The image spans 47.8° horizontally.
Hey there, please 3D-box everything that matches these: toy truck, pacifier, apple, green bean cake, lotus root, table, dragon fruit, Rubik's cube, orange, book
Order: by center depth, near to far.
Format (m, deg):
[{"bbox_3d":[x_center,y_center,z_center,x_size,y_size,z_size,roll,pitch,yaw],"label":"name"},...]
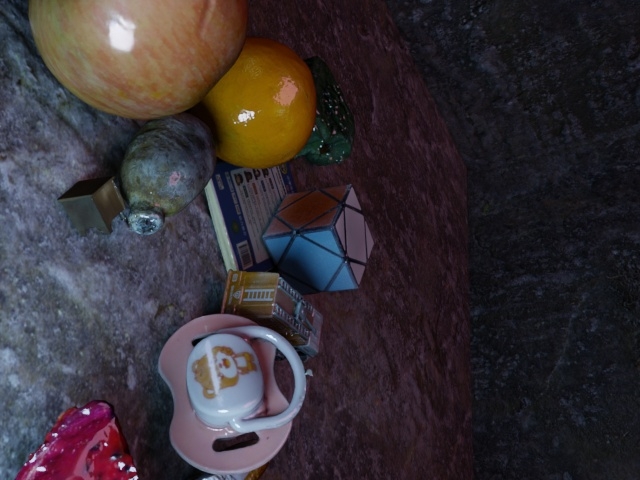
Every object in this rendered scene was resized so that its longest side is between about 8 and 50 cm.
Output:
[{"bbox_3d":[-0.316,0.403,1.068,0.302,0.240,0.330,52,37,-76],"label":"dragon fruit"},{"bbox_3d":[-0.404,-0.059,1.296,0.070,0.083,0.082,-60,138,-52],"label":"table"},{"bbox_3d":[-0.316,-0.409,1.298,0.346,0.391,0.391,44,40,-41],"label":"apple"},{"bbox_3d":[-0.185,0.299,1.405,0.220,0.273,0.332,18,42,-42],"label":"pacifier"},{"bbox_3d":[-0.303,-0.147,1.433,0.349,0.175,0.175,-82,148,-55],"label":"lotus root"},{"bbox_3d":[-0.098,0.179,1.677,0.305,0.162,0.136,48,44,-54],"label":"toy truck"},{"bbox_3d":[-0.156,-0.319,1.692,0.312,0.312,0.312,40,43,-52],"label":"orange"},{"bbox_3d":[-0.154,-0.075,1.870,0.428,0.039,0.300,-26,103,-65],"label":"book"},{"bbox_3d":[0.000,0.000,1.876,0.207,0.205,0.205,-68,143,-50],"label":"Rubik's cube"},{"bbox_3d":[-0.018,-0.349,2.146,0.308,0.169,0.300,57,31,-38],"label":"green bean cake"}]

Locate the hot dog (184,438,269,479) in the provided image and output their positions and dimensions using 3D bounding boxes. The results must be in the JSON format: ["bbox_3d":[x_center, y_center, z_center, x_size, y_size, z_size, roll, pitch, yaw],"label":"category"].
[{"bbox_3d":[-0.179,0.462,1.428,0.268,0.144,0.075,-7,77,-69],"label":"hot dog"}]

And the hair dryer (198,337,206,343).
[{"bbox_3d":[-0.219,0.225,1.589,0.150,0.047,0.071,43,39,-59],"label":"hair dryer"}]
